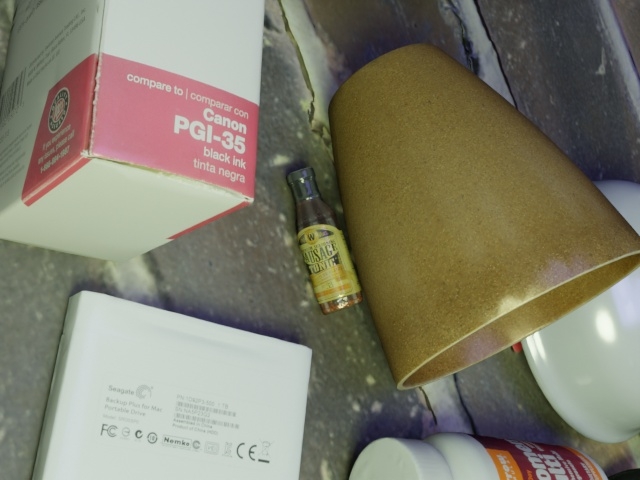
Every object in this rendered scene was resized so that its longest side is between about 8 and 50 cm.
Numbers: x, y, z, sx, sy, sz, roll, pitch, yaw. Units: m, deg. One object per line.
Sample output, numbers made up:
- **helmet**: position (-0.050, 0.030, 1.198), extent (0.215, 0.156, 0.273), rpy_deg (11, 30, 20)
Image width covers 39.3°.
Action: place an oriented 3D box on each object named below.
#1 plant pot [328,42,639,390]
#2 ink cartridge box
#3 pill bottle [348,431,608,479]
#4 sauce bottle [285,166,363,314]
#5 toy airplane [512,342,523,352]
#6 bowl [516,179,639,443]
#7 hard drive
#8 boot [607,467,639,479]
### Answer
- **plant pot**: position (0.115, -0.037, 0.782), extent (0.237, 0.237, 0.254), rpy_deg (-15, 70, -37)
- **ink cartridge box**: position (-0.135, -0.147, 0.627), extent (0.117, 0.207, 0.283), rpy_deg (14, 70, -33)
- **pill bottle**: position (0.140, 0.230, 0.774), extent (0.221, 0.121, 0.121), rpy_deg (14, 69, -32)
- **sauce bottle**: position (0.000, 0.000, 0.789), extent (0.042, 0.042, 0.128), rpy_deg (-18, 86, -37)
- **toy airplane**: position (0.212, 0.050, 0.933), extent (0.151, 0.028, 0.151), rpy_deg (13, 68, -37)
- **bowl**: position (0.339, 0.059, 0.935), extent (0.297, 0.134, 0.298), rpy_deg (14, 69, -40)
- **hard drive**: position (-0.111, 0.209, 0.651), extent (0.203, 0.040, 0.308), rpy_deg (18, 67, -30)
- **boot**: position (0.320, 0.390, 0.892), extent (0.229, 0.091, 0.263), rpy_deg (49, 59, -21)
